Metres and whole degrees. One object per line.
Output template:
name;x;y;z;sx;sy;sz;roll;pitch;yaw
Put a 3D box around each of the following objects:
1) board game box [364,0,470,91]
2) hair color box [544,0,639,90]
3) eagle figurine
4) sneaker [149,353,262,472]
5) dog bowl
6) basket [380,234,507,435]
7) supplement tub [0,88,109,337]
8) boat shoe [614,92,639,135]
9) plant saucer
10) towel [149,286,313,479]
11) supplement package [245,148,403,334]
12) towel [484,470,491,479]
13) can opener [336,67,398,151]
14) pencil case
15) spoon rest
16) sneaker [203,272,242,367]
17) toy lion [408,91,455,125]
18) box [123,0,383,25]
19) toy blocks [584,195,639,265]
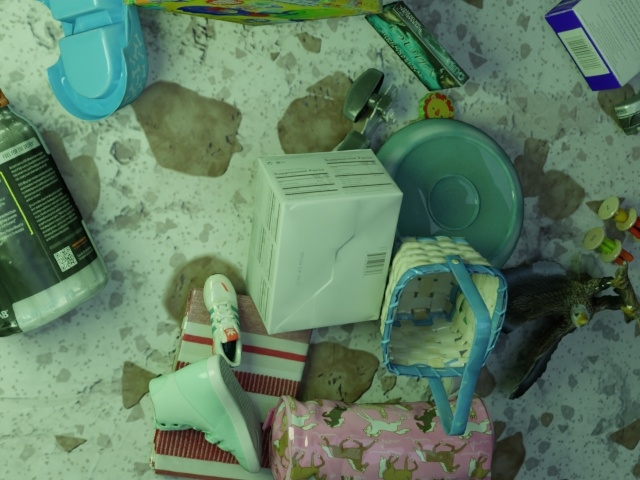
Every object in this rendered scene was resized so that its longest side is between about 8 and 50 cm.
board game box;0.168;-0.340;1.748;0.186;0.126;0.026;44;79;-18
hair color box;0.618;-0.464;1.918;0.339;0.110;0.185;-40;106;-11
eagle figurine;0.454;0.142;1.883;0.298;0.225;0.226;-23;64;9
sneaker;-0.193;0.303;1.662;0.151;0.094;0.255;-16;123;9
dog bowl;-0.355;-0.336;1.537;0.074;0.166;0.297;-23;105;-56
basket;0.204;0.134;1.612;0.201;0.289;0.254;3;127;-9
supplement tub;-0.477;-0.043;1.486;0.207;0.207;0.337;-27;104;-17
boat shoe;0.689;-0.277;1.981;0.219;0.078;0.070;-26;102;-9
plant saucer;0.231;-0.066;1.774;0.318;0.044;0.317;1;86;-18
towel;-0.151;0.258;1.728;0.237;0.037;0.328;13;91;-23
supplement package;0.000;0.000;1.645;0.204;0.145;0.261;-6;128;-20
towel;0.257;0.470;1.806;0.144;0.029;0.197;6;63;-23
can opener;0.050;-0.169;1.758;0.093;0.074;0.280;28;81;14
pencil case;0.100;0.345;1.713;0.386;0.167;0.160;2;83;-16
spoon rest;0.241;0.145;1.830;0.084;0.137;0.276;6;78;1
sneaker;-0.154;0.136;1.650;0.057;0.075;0.161;-9;100;-22
toy lion;0.215;-0.219;1.829;0.100;0.034;0.096;47;71;-18
box;-0.099;-0.437;1.501;0.290;0.279;0.176;-4;97;-50
toy blocks;0.611;-0.001;1.982;0.148;0.054;0.123;29;83;-21
